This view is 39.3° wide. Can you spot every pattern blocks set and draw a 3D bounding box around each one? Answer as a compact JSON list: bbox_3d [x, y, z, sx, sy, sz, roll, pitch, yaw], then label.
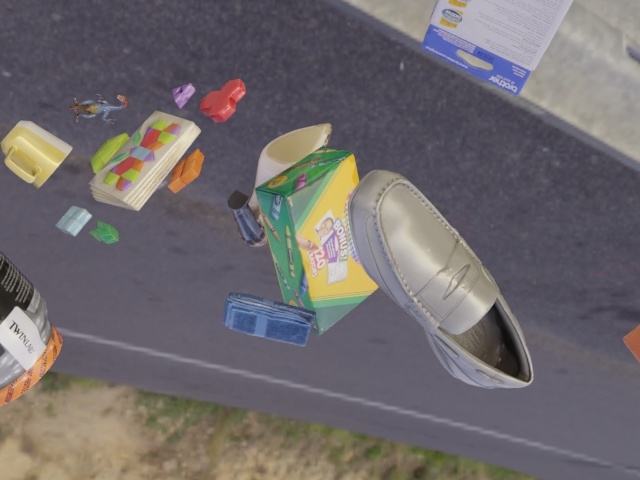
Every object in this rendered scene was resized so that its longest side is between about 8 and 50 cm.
[{"bbox_3d":[-0.279,-0.131,1.425,0.285,0.324,0.026,3,145,42],"label":"pattern blocks set"}]

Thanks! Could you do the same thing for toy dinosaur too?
[{"bbox_3d":[-0.361,-0.223,1.464,0.082,0.047,0.090,-13,-150,-26],"label":"toy dinosaur"}]

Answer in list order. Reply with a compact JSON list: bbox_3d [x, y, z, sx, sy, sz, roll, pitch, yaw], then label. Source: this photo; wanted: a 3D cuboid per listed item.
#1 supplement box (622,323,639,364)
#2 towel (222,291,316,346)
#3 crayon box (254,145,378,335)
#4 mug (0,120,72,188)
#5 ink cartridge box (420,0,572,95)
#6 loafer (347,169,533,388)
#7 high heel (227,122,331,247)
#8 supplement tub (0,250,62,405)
[{"bbox_3d":[0.402,0.095,0.881,0.233,0.078,0.080,-1,142,-43],"label":"supplement box"},{"bbox_3d":[-0.070,0.107,1.185,0.119,0.029,0.067,13,137,-2],"label":"towel"},{"bbox_3d":[0.000,0.000,1.538,0.081,0.165,0.278,17,131,41],"label":"crayon box"},{"bbox_3d":[-0.325,-0.102,1.014,0.064,0.062,0.078,42,174,-18],"label":"mug"},{"bbox_3d":[0.288,-0.387,1.344,0.186,0.065,0.311,26,131,5],"label":"ink cartridge box"},{"bbox_3d":[0.139,0.049,0.964,0.111,0.112,0.319,15,152,50],"label":"loafer"},{"bbox_3d":[-0.066,-0.104,1.728,0.093,0.261,0.186,40,165,24],"label":"high heel"},{"bbox_3d":[-0.527,0.080,1.269,0.194,0.193,0.316,-11,127,40],"label":"supplement tub"}]
